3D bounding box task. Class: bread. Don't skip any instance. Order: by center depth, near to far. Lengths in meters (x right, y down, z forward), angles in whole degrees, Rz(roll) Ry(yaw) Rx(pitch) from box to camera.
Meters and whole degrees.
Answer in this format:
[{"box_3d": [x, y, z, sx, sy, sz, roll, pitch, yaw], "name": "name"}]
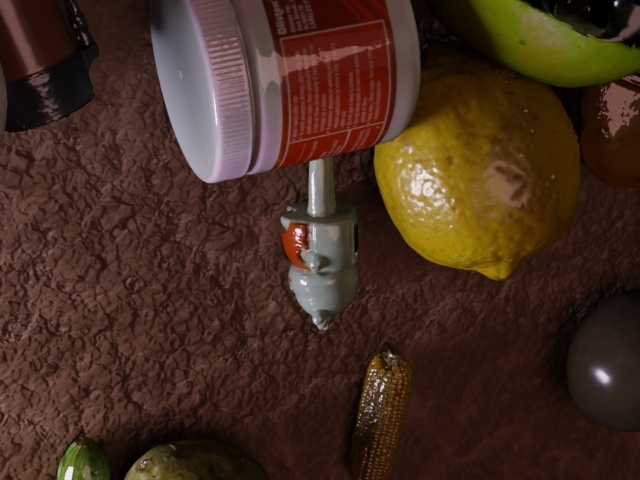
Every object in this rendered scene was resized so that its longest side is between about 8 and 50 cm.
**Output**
[{"box_3d": [0.419, -0.208, 1.513, 0.196, 0.142, 0.269, 0, 110, -22], "name": "bread"}]

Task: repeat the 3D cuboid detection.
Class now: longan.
[{"box_3d": [0.464, 0.177, 1.642, 0.196, 0.196, 0.220, 41, 86, -29], "name": "longan"}]

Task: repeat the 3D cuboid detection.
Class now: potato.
[{"box_3d": [-0.160, 0.398, 1.464, 0.210, 0.173, 0.307, -10, 114, -28], "name": "potato"}]

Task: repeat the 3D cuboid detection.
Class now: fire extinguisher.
[{"box_3d": [-0.343, -0.319, 1.186, 0.200, 0.113, 0.376, -54, 133, -48], "name": "fire extinguisher"}]

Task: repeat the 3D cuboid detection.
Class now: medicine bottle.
[{"box_3d": [-0.043, -0.209, 1.251, 0.241, 0.252, 0.252, -15, 113, -19], "name": "medicine bottle"}]

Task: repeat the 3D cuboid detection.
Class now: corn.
[{"box_3d": [0.084, 0.251, 1.575, 0.068, 0.068, 0.207, 5, 105, -24], "name": "corn"}]

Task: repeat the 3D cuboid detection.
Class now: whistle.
[{"box_3d": [0.001, 0.001, 1.431, 0.106, 0.102, 0.253, -8, 114, -17], "name": "whistle"}]

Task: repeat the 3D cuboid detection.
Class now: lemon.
[{"box_3d": [0.191, -0.102, 1.392, 0.254, 0.253, 0.310, -18, 91, -16], "name": "lemon"}]

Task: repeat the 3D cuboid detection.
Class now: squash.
[{"box_3d": [-0.296, 0.356, 1.449, 0.077, 0.068, 0.219, -35, 125, -47], "name": "squash"}]

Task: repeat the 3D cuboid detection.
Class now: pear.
[{"box_3d": [0.251, -0.308, 1.318, 0.399, 0.398, 0.165, 11, 131, -26], "name": "pear"}]

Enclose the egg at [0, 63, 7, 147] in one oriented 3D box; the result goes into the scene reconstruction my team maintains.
[{"box_3d": [-0.446, -0.120, 1.074, 0.283, 0.283, 0.345, 32, 132, -29], "name": "egg"}]
